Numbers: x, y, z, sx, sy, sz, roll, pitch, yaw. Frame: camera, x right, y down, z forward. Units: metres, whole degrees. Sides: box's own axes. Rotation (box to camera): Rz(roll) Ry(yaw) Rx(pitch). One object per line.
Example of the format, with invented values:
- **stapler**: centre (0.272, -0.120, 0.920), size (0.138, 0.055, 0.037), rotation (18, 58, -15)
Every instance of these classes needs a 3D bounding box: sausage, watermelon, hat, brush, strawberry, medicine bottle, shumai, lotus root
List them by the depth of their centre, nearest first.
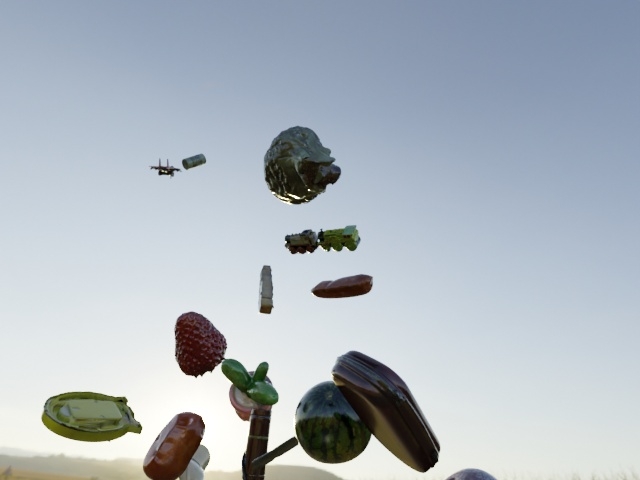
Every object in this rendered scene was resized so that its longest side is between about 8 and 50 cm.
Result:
- **shumai**: centre (-0.058, -0.229, 1.360), size (0.189, 0.255, 0.218), rotation (-8, 18, -30)
- **brush**: centre (-0.150, 0.713, 1.450), size (0.190, 0.034, 0.027), rotation (-36, -20, 11)
- **watermelon**: centre (0.048, 0.647, 1.544), size (0.286, 0.285, 0.285), rotation (3, -32, 2)
- **strawberry**: centre (-0.468, 0.377, 1.635), size (0.205, 0.205, 0.244), rotation (-9, -69, 21)
- **sausage**: centre (-0.551, 0.778, 1.641), size (0.141, 0.268, 0.153), rotation (47, -35, -20)
- **medicine bottle**: centre (-0.490, -0.305, 1.674), size (0.047, 0.083, 0.047), rotation (24, -52, 34)
- **hat**: centre (-0.584, 1.079, 2.004), size (0.168, 0.257, 0.301), rotation (-13, 5, 19)
- **sausage**: centre (0.099, 0.223, 2.024), size (0.349, 0.097, 0.093), rotation (-14, -77, 38)
- **lotus root**: centre (-0.305, 0.288, 2.385), size (0.075, 0.260, 0.170), rotation (3, -37, -14)

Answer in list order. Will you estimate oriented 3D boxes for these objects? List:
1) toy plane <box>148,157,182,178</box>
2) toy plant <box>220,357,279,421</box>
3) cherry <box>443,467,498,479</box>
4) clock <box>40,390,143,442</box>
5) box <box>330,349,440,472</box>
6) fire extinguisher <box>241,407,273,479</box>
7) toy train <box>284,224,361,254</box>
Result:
- **toy plane**: centre (-0.613, -0.282, 1.744), size (0.130, 0.061, 0.189), rotation (4, -4, -3)
- **toy plant**: centre (-0.297, 0.697, 1.974), size (0.317, 0.211, 0.356), rotation (29, -43, 24)
- **cherry**: centre (0.428, 0.759, 1.203), size (0.286, 0.213, 0.236), rotation (36, -39, 7)
- **clock**: centre (-0.763, 0.589, 1.429), size (0.294, 0.071, 0.277), rotation (22, -3, -33)
- **box**: centre (0.184, 0.473, 1.203), size (0.263, 0.108, 0.403), rotation (13, -41, 54)
- **fire extinguisher**: centre (-0.268, 0.898, 1.832), size (0.105, 0.341, 0.141), rotation (-4, -23, 23)
- **toy train**: centre (0.000, 0.000, 1.312), size (0.250, 0.053, 0.085), rotation (-5, -55, 27)
